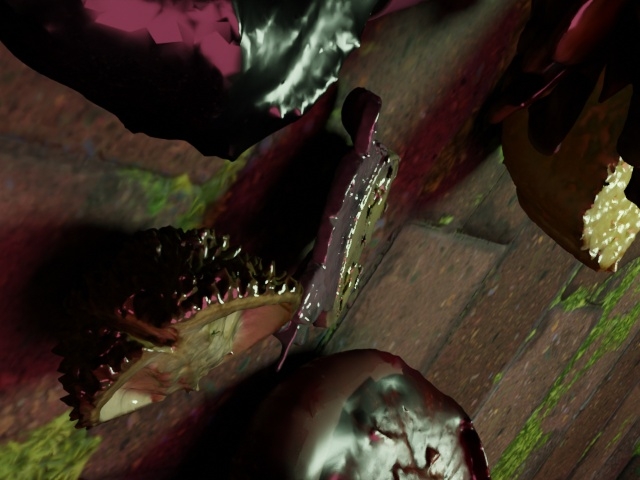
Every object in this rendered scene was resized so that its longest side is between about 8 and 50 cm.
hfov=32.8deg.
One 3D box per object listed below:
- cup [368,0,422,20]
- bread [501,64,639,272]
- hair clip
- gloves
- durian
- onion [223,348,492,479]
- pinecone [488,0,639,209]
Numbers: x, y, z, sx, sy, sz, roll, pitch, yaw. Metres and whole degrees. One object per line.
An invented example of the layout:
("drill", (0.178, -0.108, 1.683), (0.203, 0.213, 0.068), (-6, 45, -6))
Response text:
("cup", (0.056, -0.166, 0.552), (0.129, 0.128, 0.095), (-23, 142, -46))
("bread", (0.227, -0.105, 0.871), (0.229, 0.139, 0.143), (-60, 153, 2))
("hair clip", (0.007, 0.004, 0.742), (0.187, 0.056, 0.146), (-59, 165, -6))
("gloves", (-0.080, -0.152, 0.340), (0.197, 0.152, 0.301), (-62, 153, -29))
("durian", (-0.093, 0.043, 0.625), (0.148, 0.091, 0.188), (-33, 163, -17))
("onion", (0.008, 0.226, 0.914), (0.272, 0.195, 0.272), (6, 82, -43))
("pinecone", (0.297, -0.163, 0.609), (0.384, 0.384, 0.384), (-37, 149, -26))
